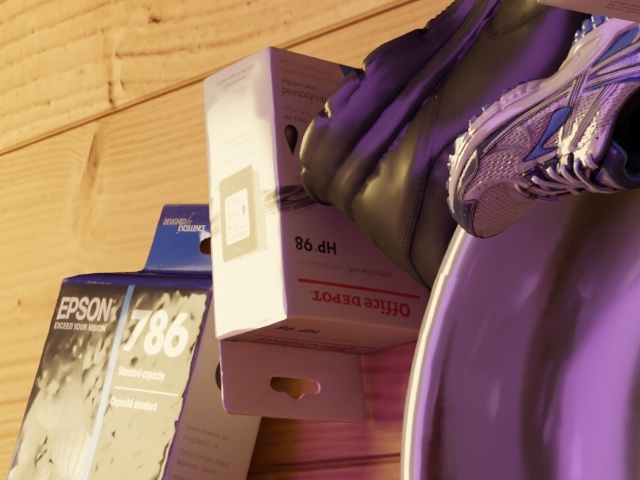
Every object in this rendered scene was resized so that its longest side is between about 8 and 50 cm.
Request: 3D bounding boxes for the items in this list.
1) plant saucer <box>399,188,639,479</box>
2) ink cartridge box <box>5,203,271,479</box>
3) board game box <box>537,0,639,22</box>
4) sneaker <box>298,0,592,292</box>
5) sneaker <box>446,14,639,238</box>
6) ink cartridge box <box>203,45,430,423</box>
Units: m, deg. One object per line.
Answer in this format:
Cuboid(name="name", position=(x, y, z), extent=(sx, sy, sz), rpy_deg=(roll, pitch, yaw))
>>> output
Cuboid(name="plant saucer", position=(0.197, 0.091, 0.652), extent=(0.400, 0.100, 0.400), rpy_deg=(-12, 74, 48))
Cuboid(name="ink cartridge box", position=(-0.111, 0.124, 0.994), extent=(0.165, 0.065, 0.333), rpy_deg=(-1, 69, 50))
Cuboid(name="board game box", position=(0.169, -0.205, 0.540), extent=(0.053, 0.193, 0.305), rpy_deg=(137, 139, -69))
Cuboid(name="sneaker", position=(0.117, -0.091, 0.796), extent=(0.130, 0.109, 0.286), rpy_deg=(48, 118, 21))
Cuboid(name="sneaker", position=(0.101, -0.039, 0.677), extent=(0.135, 0.052, 0.058), rpy_deg=(-47, 53, 34))
Cuboid(name="ink cartridge box", position=(0.000, 0.000, 0.902), extent=(0.060, 0.104, 0.180), rpy_deg=(-20, 69, 45))
